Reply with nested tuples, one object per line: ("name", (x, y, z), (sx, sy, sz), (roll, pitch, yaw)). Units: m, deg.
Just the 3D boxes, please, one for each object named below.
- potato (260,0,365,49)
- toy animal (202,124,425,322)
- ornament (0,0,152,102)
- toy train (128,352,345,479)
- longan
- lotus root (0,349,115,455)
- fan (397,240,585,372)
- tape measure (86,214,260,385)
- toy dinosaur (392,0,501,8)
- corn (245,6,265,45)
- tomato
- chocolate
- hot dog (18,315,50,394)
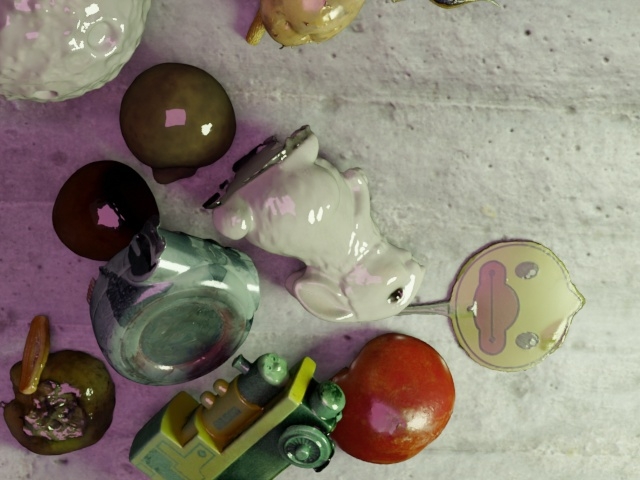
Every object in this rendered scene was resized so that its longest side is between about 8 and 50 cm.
("potato", (0.004, -0.406, 1.813), (0.234, 0.128, 0.161), (-38, 106, -1))
("toy animal", (0.000, 0.000, 1.864), (0.258, 0.194, 0.357), (-42, 107, -15))
("ornament", (-0.408, -0.371, 1.719), (0.337, 0.337, 0.337), (0, 101, 0))
("toy train", (-0.122, 0.305, 1.882), (0.237, 0.150, 0.369), (40, 124, -9))
("longan", (-0.228, -0.181, 1.839), (0.184, 0.159, 0.204), (14, 117, -5))
("lotus root", (-0.451, 0.284, 1.966), (0.203, 0.078, 0.183), (-18, 99, 5))
("fan", (0.284, 0.115, 1.969), (0.334, 0.011, 0.230), (-3, 101, 0))
("tape measure", (-0.234, 0.100, 1.853), (0.256, 0.147, 0.275), (18, 120, -38))
("toy dinosaur", (0.204, -0.402, 1.862), (0.180, 0.037, 0.058), (9, 124, 5))
("corn", (-0.095, -0.354, 1.873), (0.027, 0.028, 0.083), (28, 103, -11))
("tomato", (0.115, 0.277, 1.933), (0.200, 0.139, 0.233), (41, 98, -5))
("chocolate", (-0.351, -0.042, 1.875), (0.176, 0.177, 0.177), (0, 101, 0))
("hot dog", (-0.474, 0.192, 1.937), (0.044, 0.028, 0.137), (-11, 58, 23))
